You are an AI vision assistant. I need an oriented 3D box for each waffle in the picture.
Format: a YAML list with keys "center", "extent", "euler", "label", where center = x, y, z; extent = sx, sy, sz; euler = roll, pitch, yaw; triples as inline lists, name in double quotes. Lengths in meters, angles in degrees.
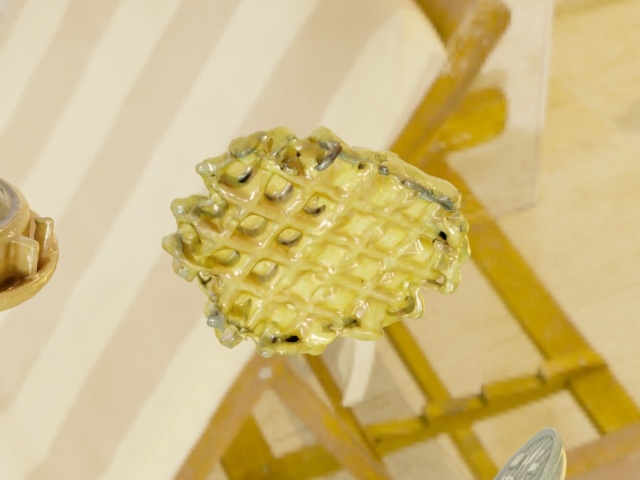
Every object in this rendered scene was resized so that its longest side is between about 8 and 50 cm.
- center: [0.001, 0.002, 1.396]
  extent: [0.281, 0.262, 0.060]
  euler: [-15, 41, -2]
  label: "waffle"

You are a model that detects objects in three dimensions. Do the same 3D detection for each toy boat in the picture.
- center: [0.166, 0.275, 1.490]
  extent: [0.078, 0.085, 0.260]
  euler: [-16, 25, 53]
  label: "toy boat"

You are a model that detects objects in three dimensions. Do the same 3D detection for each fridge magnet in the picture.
- center: [-0.218, -0.001, 0.853]
  extent: [0.143, 0.063, 0.143]
  euler: [8, 29, -5]
  label: "fridge magnet"
